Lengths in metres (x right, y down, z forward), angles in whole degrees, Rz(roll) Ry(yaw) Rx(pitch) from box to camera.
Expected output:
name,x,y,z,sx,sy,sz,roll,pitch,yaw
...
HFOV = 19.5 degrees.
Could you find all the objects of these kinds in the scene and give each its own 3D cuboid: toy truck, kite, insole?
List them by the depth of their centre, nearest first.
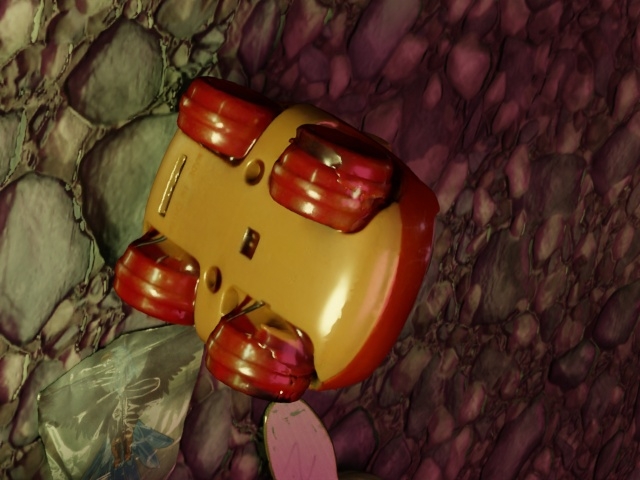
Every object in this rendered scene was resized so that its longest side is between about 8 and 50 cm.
name,x,y,z,sx,sy,sz,roll,pitch,yaw
toy truck,0.000,0.000,1.347,0.239,0.265,0.189,11,106,-43
kite,-0.167,0.209,1.484,0.169,0.015,0.310,-19,125,-44
insole,-0.002,0.220,1.627,0.064,0.004,0.188,-28,106,-16

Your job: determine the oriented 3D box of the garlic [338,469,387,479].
name,x,y,z,sx,sy,sz,roll,pitch,yaw
garlic,0.032,0.263,1.719,0.195,0.087,0.101,5,124,-54
